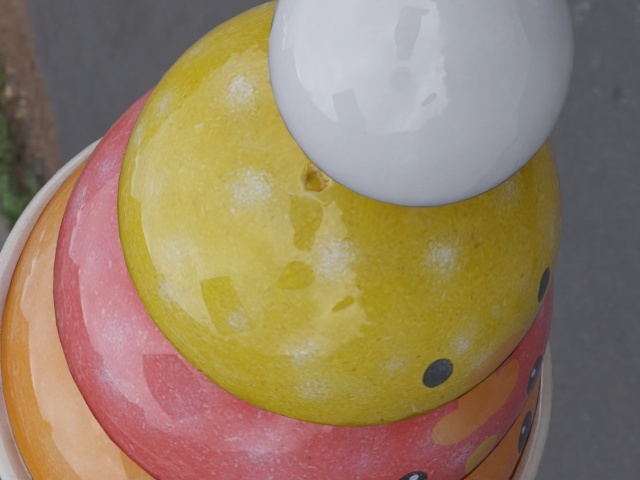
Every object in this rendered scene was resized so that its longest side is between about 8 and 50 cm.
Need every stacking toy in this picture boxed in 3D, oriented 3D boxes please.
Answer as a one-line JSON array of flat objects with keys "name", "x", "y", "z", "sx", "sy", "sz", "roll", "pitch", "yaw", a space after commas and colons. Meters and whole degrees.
[{"name": "stacking toy", "x": 0.000, "y": 0.000, "z": 0.718, "sx": 0.480, "sy": 0.351, "sz": 0.350, "roll": 113, "pitch": 146, "yaw": -67}]
